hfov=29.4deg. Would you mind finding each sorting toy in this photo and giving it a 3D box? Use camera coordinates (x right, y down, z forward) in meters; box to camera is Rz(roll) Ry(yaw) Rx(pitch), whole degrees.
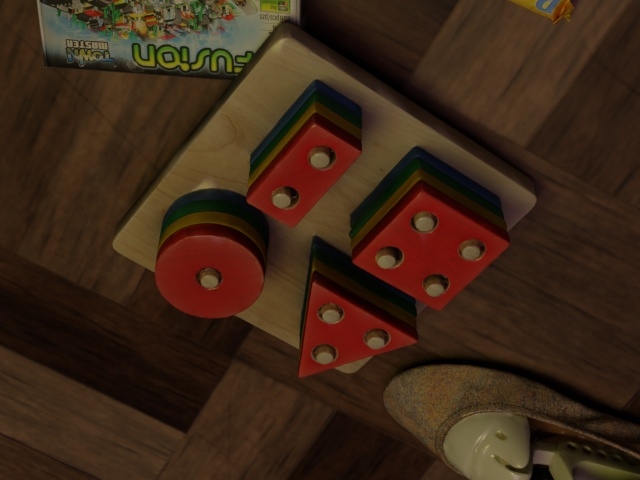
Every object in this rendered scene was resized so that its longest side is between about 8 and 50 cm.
[{"bbox_3d":[0.000,0.000,0.986,0.257,0.089,0.255,30,124,-22],"label":"sorting toy"}]

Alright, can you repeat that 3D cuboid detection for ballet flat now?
[{"bbox_3d":[0.207,0.193,1.093,0.316,0.106,0.107,14,124,1],"label":"ballet flat"}]

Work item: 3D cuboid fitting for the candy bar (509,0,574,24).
[{"bbox_3d":[0.117,-0.204,0.904,0.161,0.018,0.040,22,124,-4],"label":"candy bar"}]

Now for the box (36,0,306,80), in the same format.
[{"bbox_3d":[-0.115,-0.184,0.943,0.207,0.036,0.114,4,123,6],"label":"box"}]
